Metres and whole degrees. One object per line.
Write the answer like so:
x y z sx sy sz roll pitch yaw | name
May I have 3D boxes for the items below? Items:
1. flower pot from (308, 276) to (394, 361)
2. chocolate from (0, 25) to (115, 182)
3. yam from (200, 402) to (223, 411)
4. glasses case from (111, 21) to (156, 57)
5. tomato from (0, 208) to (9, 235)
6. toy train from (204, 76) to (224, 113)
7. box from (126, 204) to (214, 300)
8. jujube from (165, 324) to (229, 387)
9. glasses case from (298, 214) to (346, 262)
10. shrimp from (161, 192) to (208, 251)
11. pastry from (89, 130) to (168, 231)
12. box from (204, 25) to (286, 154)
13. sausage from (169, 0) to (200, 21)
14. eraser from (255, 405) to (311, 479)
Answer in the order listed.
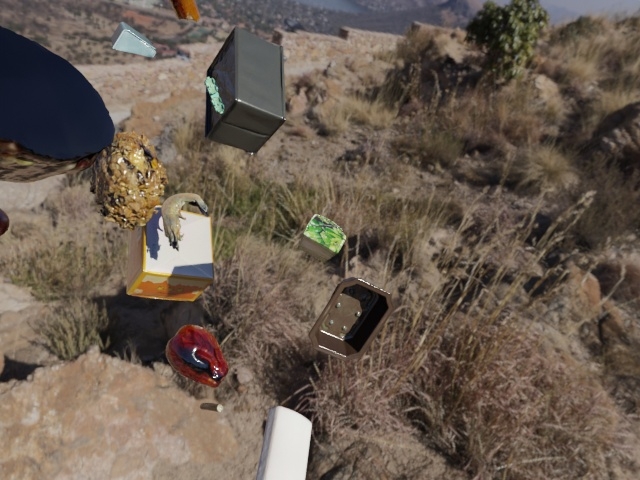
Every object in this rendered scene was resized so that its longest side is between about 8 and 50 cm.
0.082 0.211 1.277 0.179 0.250 0.084 26 17 -15 | flower pot
-0.558 -0.208 0.763 0.340 0.210 0.225 1 70 -69 | chocolate
-0.418 0.636 1.711 0.032 0.145 0.032 14 68 -38 | yam
-0.527 -0.568 1.256 0.105 0.056 0.266 2 27 -27 | glasses case
-0.977 -0.061 1.255 0.159 0.091 0.139 -13 49 -15 | tomato
-0.269 -0.365 1.130 0.029 0.092 0.045 -23 20 -11 | toy train
-0.561 0.052 1.667 0.260 0.214 0.283 14 54 -37 | box
-0.418 0.402 1.548 0.236 0.168 0.168 44 36 -1 | jujube
0.000 0.000 1.153 0.095 0.062 0.272 29 -9 -2 | glasses case
-0.434 -0.064 1.442 0.152 0.046 0.219 -10 59 -6 | shrimp
-0.510 -0.163 1.228 0.193 0.274 0.275 1 37 -46 | pastry
-0.276 -0.543 1.643 0.205 0.251 0.345 12 62 -35 | box
-0.406 -0.752 1.249 0.103 0.302 0.076 42 70 16 | sausage
-0.117 0.700 1.451 0.174 0.095 0.270 42 39 -31 | eraser
